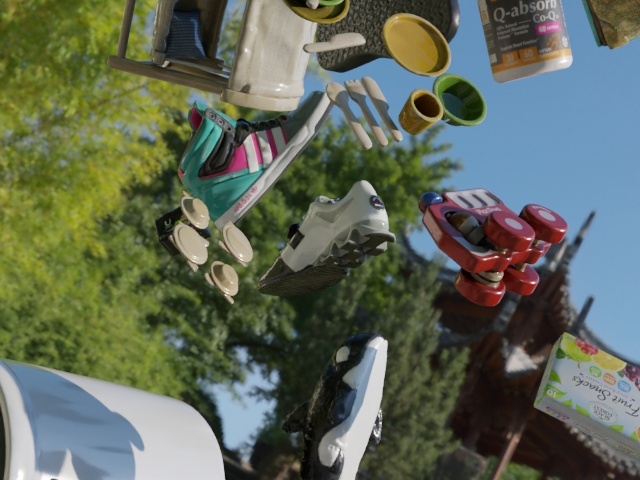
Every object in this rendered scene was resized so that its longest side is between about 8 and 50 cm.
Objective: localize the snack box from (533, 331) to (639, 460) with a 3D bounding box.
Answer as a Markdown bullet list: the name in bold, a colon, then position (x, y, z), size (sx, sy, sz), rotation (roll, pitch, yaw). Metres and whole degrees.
- **snack box**: position (0.338, 0.186, 1.067), size (0.141, 0.100, 0.037), rotation (26, -36, 6)

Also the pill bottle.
- **pill bottle**: position (0.398, -0.466, 1.776), size (0.162, 0.162, 0.278), rotation (-3, -78, 59)

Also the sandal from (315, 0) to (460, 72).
- **sandal**: position (0.139, -0.412, 1.692), size (0.107, 0.167, 0.446), rotation (1, 4, -29)

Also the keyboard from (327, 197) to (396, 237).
- **keyboard**: position (0.078, -0.057, 1.966), size (0.100, 0.038, 0.192), rotation (-11, 35, -46)

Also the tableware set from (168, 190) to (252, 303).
- **tableware set**: position (-0.154, 0.006, 1.263), size (0.020, 0.168, 0.141), rotation (-33, -65, 24)

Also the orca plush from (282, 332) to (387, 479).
- **orca plush**: position (0.004, 0.253, 1.127), size (0.102, 0.287, 0.151), rotation (9, 3, 28)

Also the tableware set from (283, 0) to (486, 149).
- **tableware set**: position (0.035, -0.127, 0.527), size (0.154, 0.104, 0.024), rotation (63, -35, 16)

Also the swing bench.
- **swing bench**: position (-0.129, -0.334, 1.242), size (0.255, 0.253, 0.165), rotation (18, 17, 10)

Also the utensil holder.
- **utensil holder**: position (-0.364, 0.332, 1.201), size (0.328, 0.327, 0.385), rotation (15, -6, 39)

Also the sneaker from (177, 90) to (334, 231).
- **sneaker**: position (-0.123, -0.174, 1.422), size (0.178, 0.295, 0.124), rotation (42, -21, -8)

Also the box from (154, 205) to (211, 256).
- **box**: position (-0.251, -0.023, 1.622), size (0.052, 0.083, 0.062), rotation (55, 9, -45)

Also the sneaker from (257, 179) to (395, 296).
- **sneaker**: position (0.000, 0.000, 1.686), size (0.330, 0.146, 0.122), rotation (-31, -31, 35)

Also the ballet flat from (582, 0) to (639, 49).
- **ballet flat**: position (0.405, -0.460, 1.326), size (0.348, 0.123, 0.123), rotation (65, -23, -2)

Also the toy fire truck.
- **toy fire truck**: position (0.327, -0.016, 1.800), size (0.302, 0.169, 0.254), rotation (-9, 41, -45)

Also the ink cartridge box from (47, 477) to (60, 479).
- **ink cartridge box**: position (-0.249, 0.338, 0.809), size (0.127, 0.176, 0.128), rotation (13, 19, 31)
